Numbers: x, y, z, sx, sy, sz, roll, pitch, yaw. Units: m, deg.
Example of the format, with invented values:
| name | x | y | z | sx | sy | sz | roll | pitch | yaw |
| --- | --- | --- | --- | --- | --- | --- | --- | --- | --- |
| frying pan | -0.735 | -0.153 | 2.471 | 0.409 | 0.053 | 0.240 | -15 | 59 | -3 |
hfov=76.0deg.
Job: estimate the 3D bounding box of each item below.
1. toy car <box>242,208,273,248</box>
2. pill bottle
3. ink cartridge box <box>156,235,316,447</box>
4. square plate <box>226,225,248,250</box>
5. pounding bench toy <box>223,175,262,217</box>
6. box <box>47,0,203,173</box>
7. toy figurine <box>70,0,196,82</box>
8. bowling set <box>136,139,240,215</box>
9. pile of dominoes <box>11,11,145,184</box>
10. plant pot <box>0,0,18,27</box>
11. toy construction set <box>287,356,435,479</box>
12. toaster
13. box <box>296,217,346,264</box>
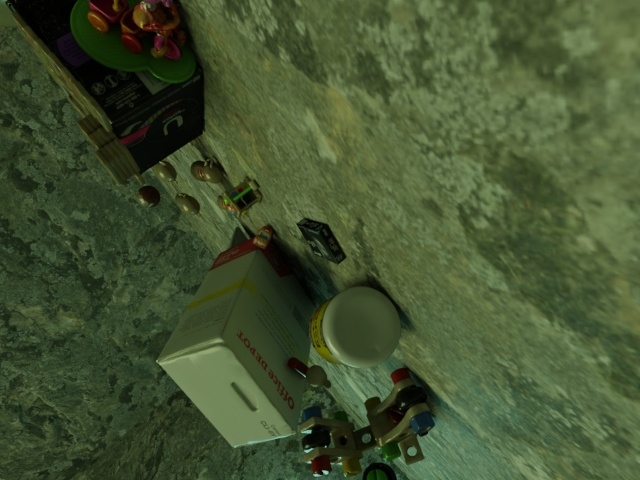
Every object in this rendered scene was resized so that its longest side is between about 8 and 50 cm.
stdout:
| name | x | y | z | sx | sy | sz | roll | pitch | yaw |
| --- | --- | --- | --- | --- | --- | --- | --- | --- | --- |
| toy car | -0.154 | -0.038 | 0.941 | 0.122 | 0.060 | 0.041 | 42 | 131 | 9 |
| pill bottle | 0.045 | 0.147 | 0.680 | 0.117 | 0.117 | 0.215 | 50 | 163 | 5 |
| ink cartridge box | -0.156 | 0.206 | 0.931 | 0.279 | 0.160 | 0.385 | 60 | -161 | -24 |
| square plate | -0.197 | 0.184 | 1.184 | 0.344 | 0.049 | 0.347 | 59 | -160 | -29 |
| pounding bench toy | -0.158 | -0.088 | 0.817 | 0.052 | 0.065 | 0.083 | 52 | 163 | -1 |
| box | -0.313 | -0.247 | 0.717 | 0.143 | 0.165 | 0.270 | 52 | 164 | -4 |
| toy figurine | -0.232 | -0.302 | 0.516 | 0.173 | 0.130 | 0.159 | 32 | 158 | -13 |
| bowling set | -0.327 | -0.126 | 0.980 | 0.154 | 0.200 | 0.287 | 22 | 151 | 57 |
| pile of dominoes | -0.364 | -0.193 | 0.605 | 0.251 | 0.040 | 0.196 | 45 | 161 | 14 |
| plant pot | -0.592 | -0.527 | 0.774 | 0.190 | 0.284 | 0.284 | 20 | -173 | -39 |
| toy construction set | 0.085 | 0.365 | 0.844 | 0.308 | 0.257 | 0.237 | 37 | 168 | 37 |
| toaster | -0.436 | -0.382 | 0.767 | 0.186 | 0.168 | 0.110 | 59 | 165 | -21 |
| box | 0.000 | 0.000 | 0.664 | 0.083 | 0.018 | 0.067 | 21 | 146 | 60 |
